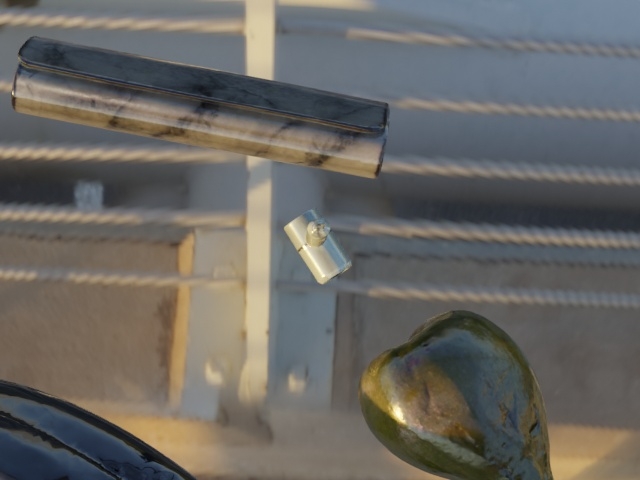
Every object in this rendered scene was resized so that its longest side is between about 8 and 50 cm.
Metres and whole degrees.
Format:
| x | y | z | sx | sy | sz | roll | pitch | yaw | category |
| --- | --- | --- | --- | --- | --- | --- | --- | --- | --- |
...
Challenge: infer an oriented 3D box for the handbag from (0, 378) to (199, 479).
| x | y | z | sx | sy | sz | roll | pitch | yaw | category |
| --- | --- | --- | --- | --- | --- | --- | --- | --- | --- |
| -0.132 | 0.159 | 0.642 | 0.254 | 0.308 | 0.093 | 55 | 49 | -22 | handbag |

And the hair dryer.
| x | y | z | sx | sy | sz | roll | pitch | yaw | category |
| --- | --- | --- | --- | --- | --- | --- | --- | --- | --- |
| 0.000 | 0.000 | 1.859 | 0.047 | 0.137 | 0.082 | -33 | 84 | -7 | hair dryer |

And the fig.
| x | y | z | sx | sy | sz | roll | pitch | yaw | category |
| --- | --- | --- | --- | --- | --- | --- | --- | --- | --- |
| 0.111 | 0.150 | 1.282 | 0.133 | 0.127 | 0.185 | -38 | 110 | -49 | fig |

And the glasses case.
| x | y | z | sx | sy | sz | roll | pitch | yaw | category |
| --- | --- | --- | --- | --- | --- | --- | --- | --- | --- |
| -0.094 | -0.109 | 1.325 | 0.299 | 0.114 | 0.060 | 11 | 105 | -1 | glasses case |
